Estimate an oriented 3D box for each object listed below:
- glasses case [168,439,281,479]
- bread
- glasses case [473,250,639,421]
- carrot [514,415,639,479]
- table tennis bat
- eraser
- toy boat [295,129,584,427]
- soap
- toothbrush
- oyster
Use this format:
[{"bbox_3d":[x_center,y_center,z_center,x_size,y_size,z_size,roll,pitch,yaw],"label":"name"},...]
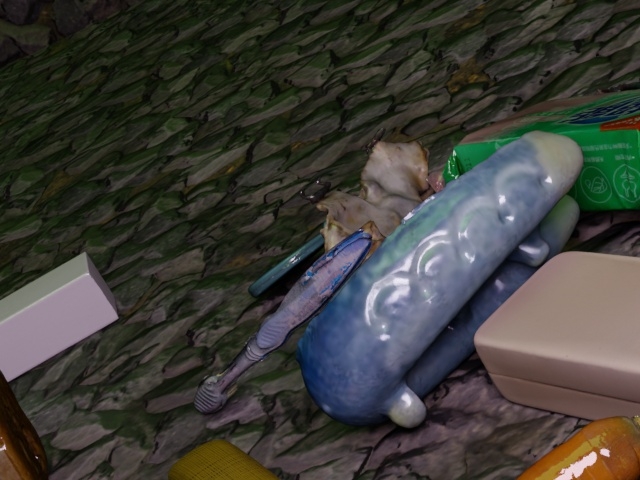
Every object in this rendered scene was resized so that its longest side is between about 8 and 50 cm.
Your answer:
[{"bbox_3d":[-0.073,0.239,1.650,0.079,0.064,0.234,-35,23,-15],"label":"glasses case"},{"bbox_3d":[-0.356,0.206,1.881,0.110,0.209,0.192,-27,23,-3],"label":"bread"},{"bbox_3d":[0.282,0.087,1.517,0.144,0.076,0.336,-41,25,-23],"label":"glasses case"},{"bbox_3d":[0.154,0.226,1.420,0.271,0.066,0.062,-37,-20,-9],"label":"carrot"},{"bbox_3d":[0.000,0.000,2.057,0.201,0.033,0.124,-36,-1,-12],"label":"table tennis bat"},{"bbox_3d":[-0.400,0.128,2.268,0.298,0.076,0.078,-29,23,2],"label":"eraser"},{"bbox_3d":[0.130,0.052,1.666,0.330,0.123,0.215,-39,-21,-14],"label":"toy boat"},{"bbox_3d":[0.277,-0.088,1.836,0.218,0.098,0.273,-32,18,-37],"label":"soap"},{"bbox_3d":[-0.041,0.084,1.751,0.042,0.035,0.413,-43,-2,-35],"label":"toothbrush"},{"bbox_3d":[0.055,-0.010,1.854,0.133,0.197,0.337,19,10,10],"label":"oyster"}]
